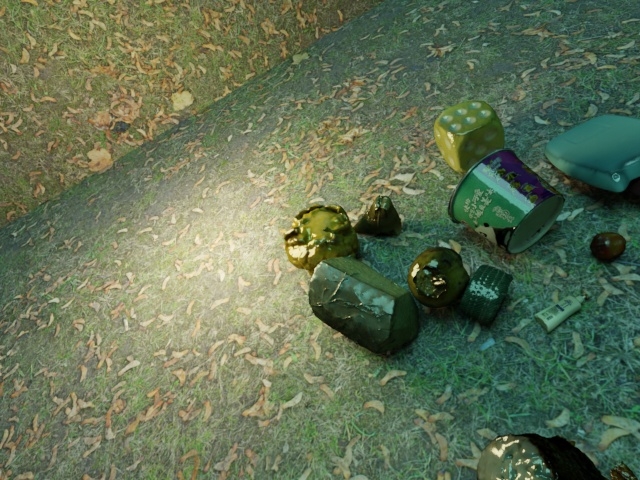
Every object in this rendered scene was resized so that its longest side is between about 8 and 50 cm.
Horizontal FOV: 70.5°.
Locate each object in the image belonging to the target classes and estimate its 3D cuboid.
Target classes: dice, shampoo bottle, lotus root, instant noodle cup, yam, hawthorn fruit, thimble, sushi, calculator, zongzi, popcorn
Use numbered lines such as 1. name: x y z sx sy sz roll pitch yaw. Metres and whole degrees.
1. dice: 0.482 -0.339 1.473 0.169 0.169 0.166 -27 44 3
2. shampoo bottle: 0.580 0.162 1.071 0.141 0.034 0.049 -31 37 -2
3. lotus root: 0.287 0.095 1.129 0.154 0.278 0.153 2 95 23
4. instant noodle cup: 0.501 -0.092 1.209 0.251 0.251 0.190 -36 53 -6
5. yam: 0.117 0.173 1.188 0.272 0.203 0.201 18 104 37
6. hawthorn fruit: 0.709 0.014 1.116 0.077 0.077 0.077 -14 46 15
7. thimble: 0.408 0.134 1.121 0.090 0.118 0.135 25 48 24
8. sushi: 0.384 0.503 0.744 0.234 0.208 0.348 -52 28 39
9. calculator: 0.800 -0.263 1.268 0.256 0.054 0.386 -27 24 10
10. zongzi: 0.154 -0.077 1.415 0.176 0.160 0.078 0 56 25
11. popcorn: 0.000 0.000 1.405 0.250 0.190 0.250 -22 36 17

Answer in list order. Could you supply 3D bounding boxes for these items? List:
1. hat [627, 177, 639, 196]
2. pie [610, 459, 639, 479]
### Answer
1. hat: 0.892 -0.162 1.159 0.206 0.089 0.205 -22 33 15
2. pie: 0.536 0.493 0.798 0.088 0.033 0.191 25 67 33
